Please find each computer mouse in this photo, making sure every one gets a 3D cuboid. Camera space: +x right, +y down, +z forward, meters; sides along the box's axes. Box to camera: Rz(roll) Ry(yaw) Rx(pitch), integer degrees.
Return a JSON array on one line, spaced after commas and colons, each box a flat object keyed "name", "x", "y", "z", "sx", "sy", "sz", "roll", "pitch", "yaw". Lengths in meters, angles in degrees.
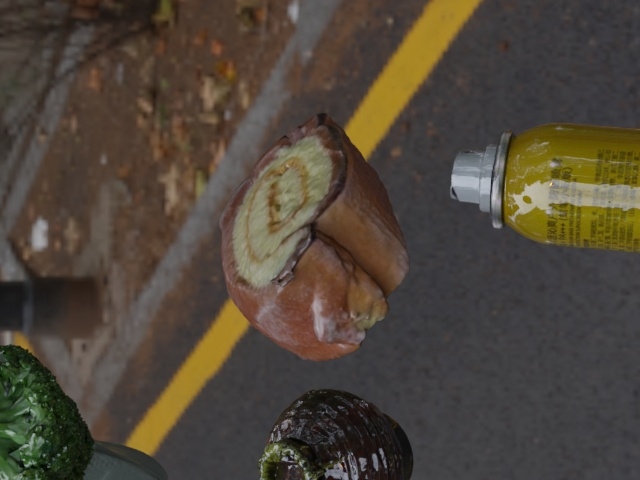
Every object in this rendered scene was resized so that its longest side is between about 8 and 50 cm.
[{"name": "computer mouse", "x": -0.344, "y": 0.391, "z": 2.273, "sx": 0.128, "sy": 0.231, "sz": 0.079, "roll": -52, "pitch": 42, "yaw": 2}]

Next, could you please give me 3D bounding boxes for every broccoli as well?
[{"name": "broccoli", "x": -0.467, "y": 0.307, "z": 1.804, "sx": 0.413, "sy": 0.310, "sz": 0.321, "roll": 4, "pitch": 100, "yaw": 39}]

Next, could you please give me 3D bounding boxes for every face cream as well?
[{"name": "face cream", "x": 0.281, "y": -0.038, "z": 1.144, "sx": 0.105, "sy": 0.349, "sz": 0.105, "roll": 5, "pitch": -90, "yaw": -76}]

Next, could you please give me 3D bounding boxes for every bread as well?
[{"name": "bread", "x": -0.008, "y": 0.009, "z": 1.326, "sx": 0.190, "sy": 0.123, "sz": 0.244, "roll": -46, "pitch": 24, "yaw": 16}]

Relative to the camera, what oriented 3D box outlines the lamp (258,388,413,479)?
[{"name": "lamp", "x": 0.017, "y": 0.343, "z": 2.117, "sx": 0.247, "sy": 0.247, "sz": 0.247, "roll": -179, "pitch": 90, "yaw": -66}]
